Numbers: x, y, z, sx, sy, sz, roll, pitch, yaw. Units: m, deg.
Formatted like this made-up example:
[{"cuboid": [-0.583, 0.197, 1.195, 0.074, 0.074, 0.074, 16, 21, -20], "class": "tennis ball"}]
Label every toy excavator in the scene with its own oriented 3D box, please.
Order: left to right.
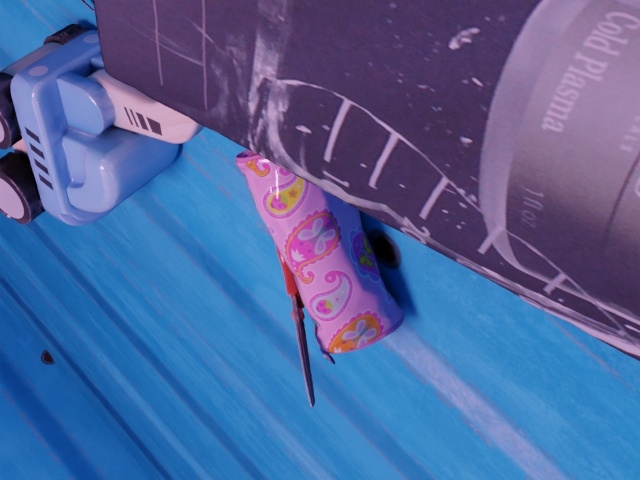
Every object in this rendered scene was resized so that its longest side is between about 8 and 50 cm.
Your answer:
[{"cuboid": [-0.283, -0.179, 1.294, 0.445, 0.222, 0.433, 23, 136, 24], "class": "toy excavator"}]

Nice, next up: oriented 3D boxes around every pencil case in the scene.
[{"cuboid": [0.000, 0.000, 1.092, 0.124, 0.124, 0.284, 6, 124, 53], "class": "pencil case"}]

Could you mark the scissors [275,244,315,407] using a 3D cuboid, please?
[{"cuboid": [-0.035, 0.074, 1.135, 0.297, 0.021, 0.109, -93, -14, -57], "class": "scissors"}]

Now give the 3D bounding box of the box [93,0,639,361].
[{"cuboid": [0.171, -0.193, 0.323, 0.472, 0.297, 0.480, 27, 152, 8], "class": "box"}]

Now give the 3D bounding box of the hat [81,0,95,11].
[{"cuboid": [-0.433, -0.446, 1.399, 0.173, 0.183, 0.208, -16, 63, 52], "class": "hat"}]
